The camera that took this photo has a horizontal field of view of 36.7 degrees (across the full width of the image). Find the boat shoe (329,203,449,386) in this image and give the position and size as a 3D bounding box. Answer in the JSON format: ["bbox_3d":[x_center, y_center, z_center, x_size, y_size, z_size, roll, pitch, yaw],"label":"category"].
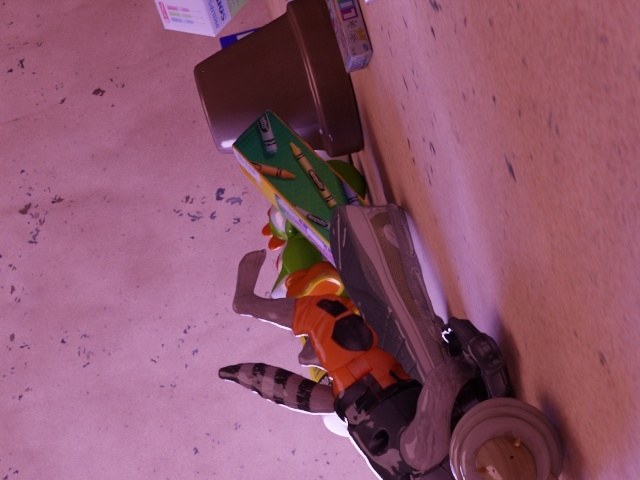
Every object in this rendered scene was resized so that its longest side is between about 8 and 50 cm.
[{"bbox_3d":[0.105,0.084,1.174,0.118,0.103,0.320,105,148,-49],"label":"boat shoe"}]

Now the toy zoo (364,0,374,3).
[{"bbox_3d":[0.028,-0.307,0.755,0.293,0.030,0.192,136,117,-88],"label":"toy zoo"}]

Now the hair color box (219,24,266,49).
[{"bbox_3d":[-0.085,-0.304,2.067,0.339,0.185,0.110,77,177,-52],"label":"hair color box"}]

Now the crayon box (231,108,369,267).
[{"bbox_3d":[0.000,-0.048,1.391,0.278,0.081,0.165,45,174,7],"label":"crayon box"}]

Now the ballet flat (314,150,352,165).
[{"bbox_3d":[0.007,-0.177,1.876,0.096,0.095,0.280,97,160,-55],"label":"ballet flat"}]

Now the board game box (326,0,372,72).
[{"bbox_3d":[0.025,-0.287,1.160,0.103,0.026,0.154,150,104,-89],"label":"board game box"}]

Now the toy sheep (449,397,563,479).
[{"bbox_3d":[0.138,0.159,0.715,0.132,0.091,0.091,2,-109,-86],"label":"toy sheep"}]

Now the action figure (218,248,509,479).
[{"bbox_3d":[0.073,0.180,0.934,0.330,0.178,0.341,38,161,34],"label":"action figure"}]

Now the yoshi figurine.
[{"bbox_3d":[0.016,-0.020,1.625,0.362,0.203,0.203,-108,21,-50],"label":"yoshi figurine"}]

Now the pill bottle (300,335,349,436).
[{"bbox_3d":[0.057,0.164,1.724,0.188,0.188,0.334,76,177,-53],"label":"pill bottle"}]

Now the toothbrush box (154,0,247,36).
[{"bbox_3d":[-0.191,-0.540,1.748,0.283,0.122,0.206,-57,-33,-33],"label":"toothbrush box"}]

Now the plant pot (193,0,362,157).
[{"bbox_3d":[-0.074,-0.238,1.558,0.263,0.229,0.263,163,90,-89],"label":"plant pot"}]
